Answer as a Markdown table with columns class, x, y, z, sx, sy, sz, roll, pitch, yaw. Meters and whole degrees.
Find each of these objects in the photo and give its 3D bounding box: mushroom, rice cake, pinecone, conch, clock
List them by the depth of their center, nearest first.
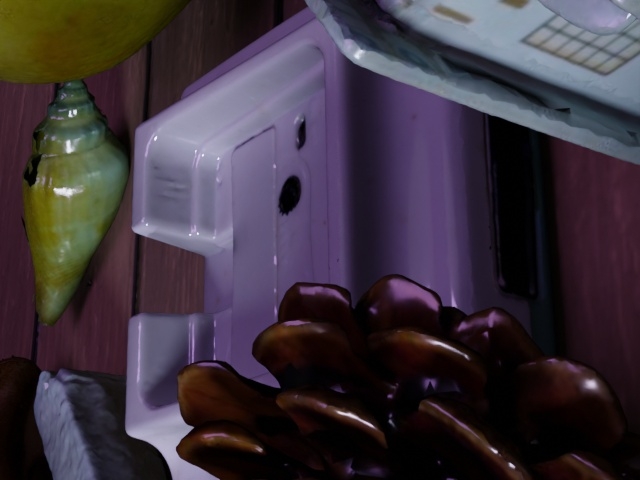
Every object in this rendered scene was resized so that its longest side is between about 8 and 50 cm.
| class | x | y | z | sx | sy | sz | roll | pitch | yaw |
| --- | --- | --- | --- | --- | --- | --- | --- | --- | --- |
| pinecone | 0.018 | 0.118 | 0.431 | 0.208 | 0.208 | 0.208 | -24 | 61 | 52 |
| clock | 0.000 | 0.000 | 0.631 | 0.231 | 0.116 | 0.262 | -25 | 61 | 50 |
| rice cake | -0.138 | 0.165 | 0.831 | 0.063 | 0.069 | 0.206 | -58 | 40 | 24 |
| mushroom | -0.249 | 0.155 | 0.982 | 0.109 | 0.085 | 0.126 | -21 | 57 | 53 |
| conch | -0.199 | -0.038 | 0.987 | 0.095 | 0.079 | 0.201 | -96 | 23 | -57 |

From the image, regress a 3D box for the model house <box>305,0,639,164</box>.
| class | x | y | z | sx | sy | sz | roll | pitch | yaw |
| --- | --- | --- | --- | --- | --- | --- | --- | --- | --- |
| model house | 0.126 | -0.130 | 0.390 | 0.215 | 0.224 | 0.198 | -30 | 58 | 44 |

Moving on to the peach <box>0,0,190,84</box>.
| class | x | y | z | sx | sy | sz | roll | pitch | yaw |
| --- | --- | --- | --- | --- | --- | --- | --- | --- | --- |
| peach | -0.195 | -0.255 | 0.850 | 0.315 | 0.314 | 0.281 | -29 | 72 | 51 |
